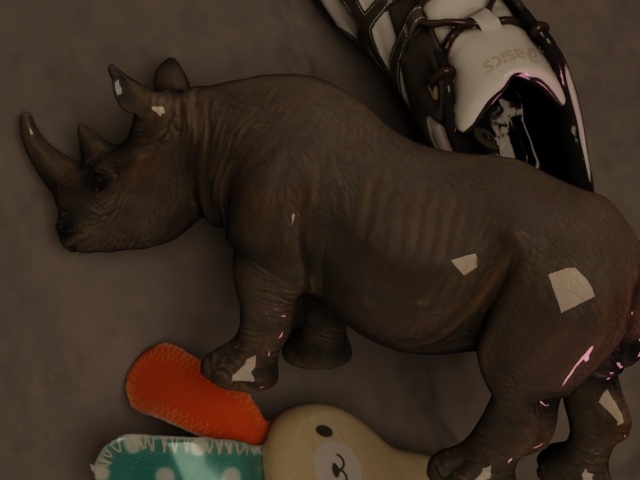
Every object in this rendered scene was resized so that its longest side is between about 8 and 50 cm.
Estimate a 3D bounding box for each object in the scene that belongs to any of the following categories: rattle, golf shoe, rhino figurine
[{"bbox_3d":[0.031,0.095,0.548,0.130,0.143,0.200,-40,93,-29],"label":"rattle"},{"bbox_3d":[0.052,-0.081,0.586,0.077,0.094,0.198,-29,96,-13],"label":"golf shoe"},{"bbox_3d":[0.000,0.000,0.551,0.243,0.073,0.106,23,111,16],"label":"rhino figurine"}]
